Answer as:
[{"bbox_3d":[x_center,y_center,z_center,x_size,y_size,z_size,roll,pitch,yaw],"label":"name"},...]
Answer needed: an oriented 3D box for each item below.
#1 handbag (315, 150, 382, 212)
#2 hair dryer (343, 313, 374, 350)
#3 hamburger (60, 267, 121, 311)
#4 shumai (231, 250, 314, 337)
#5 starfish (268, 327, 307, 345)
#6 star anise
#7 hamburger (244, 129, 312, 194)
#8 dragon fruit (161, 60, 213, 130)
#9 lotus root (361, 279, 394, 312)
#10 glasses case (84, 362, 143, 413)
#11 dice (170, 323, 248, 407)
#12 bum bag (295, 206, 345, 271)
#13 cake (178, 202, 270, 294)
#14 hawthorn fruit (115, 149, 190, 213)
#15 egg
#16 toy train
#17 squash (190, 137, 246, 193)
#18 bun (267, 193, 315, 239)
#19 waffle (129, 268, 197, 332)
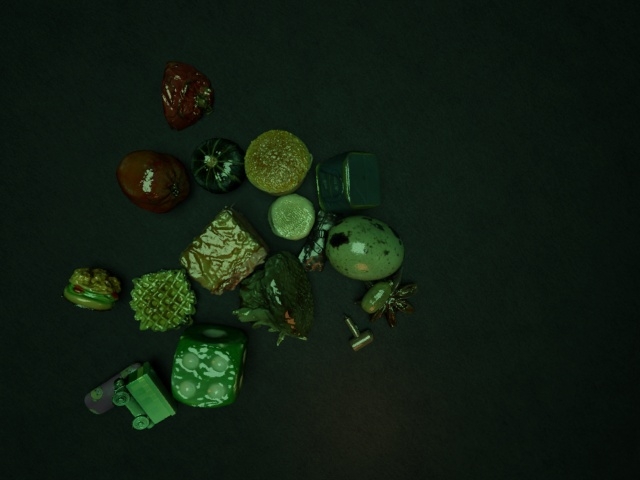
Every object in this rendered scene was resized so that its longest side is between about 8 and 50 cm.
[{"bbox_3d":[0.120,-0.251,1.753,0.223,0.241,0.262,-11,94,-34],"label":"handbag"},{"bbox_3d":[0.166,0.426,1.925,0.117,0.064,0.181,-32,89,0],"label":"hair dryer"},{"bbox_3d":[-1.005,0.206,1.798,0.237,0.237,0.148,24,90,-3],"label":"hamburger"},{"bbox_3d":[-0.222,0.256,1.781,0.324,0.324,0.397,-13,116,22],"label":"shumai"},{"bbox_3d":[-0.133,0.416,1.906,0.176,0.053,0.208,43,78,14],"label":"starfish"},{"bbox_3d":[0.311,0.259,1.894,0.316,0.108,0.314,0,93,1],"label":"star anise"},{"bbox_3d":[-0.190,-0.341,1.769,0.303,0.170,0.301,0,72,-1],"label":"hamburger"},{"bbox_3d":[-0.587,-0.657,1.778,0.205,0.152,0.316,-1,94,-3],"label":"dragon fruit"},{"bbox_3d":[0.258,0.245,1.801,0.090,0.077,0.183,44,95,-1],"label":"lotus root"},{"bbox_3d":[-0.957,0.699,1.897,0.317,0.076,0.123,-34,98,-1],"label":"glasses case"},{"bbox_3d":[-0.490,0.555,1.801,0.298,0.287,0.299,8,93,-5],"label":"dice"},{"bbox_3d":[0.000,0.000,1.872,0.144,0.095,0.340,26,90,-1],"label":"bum bag"},{"bbox_3d":[-0.408,0.047,1.759,0.314,0.307,0.293,-42,98,0],"label":"cake"},{"bbox_3d":[-0.748,-0.271,1.752,0.331,0.287,0.286,22,93,20],"label":"hawthorn fruit"},{"bbox_3d":[0.199,0.034,1.777,0.380,0.288,0.287,5,94,-21],"label":"egg"},{"bbox_3d":[-0.803,0.720,1.837,0.203,0.120,0.300,-28,111,-12],"label":"toy train"},{"bbox_3d":[-0.453,-0.331,1.797,0.253,0.165,0.251,0,88,9],"label":"squash"},{"bbox_3d":[-0.133,-0.107,1.839,0.221,0.134,0.220,1,82,-5],"label":"bun"},{"bbox_3d":[-0.733,0.281,1.880,0.318,0.073,0.296,-10,89,6],"label":"waffle"}]
